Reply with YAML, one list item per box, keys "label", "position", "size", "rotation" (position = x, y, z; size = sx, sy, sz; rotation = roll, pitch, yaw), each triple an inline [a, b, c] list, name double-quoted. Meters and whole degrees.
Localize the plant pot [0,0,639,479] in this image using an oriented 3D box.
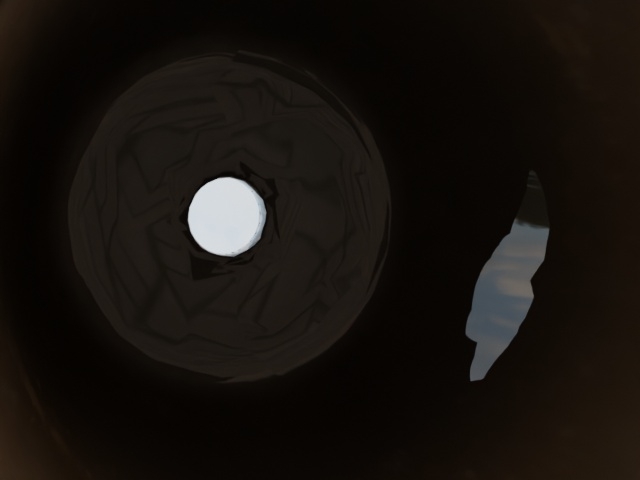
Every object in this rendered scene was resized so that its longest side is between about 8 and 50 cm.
- label: "plant pot"
  position: [0.000, 0.000, 0.491]
  size: [0.263, 0.263, 0.229]
  rotation: [7, 0, -16]
